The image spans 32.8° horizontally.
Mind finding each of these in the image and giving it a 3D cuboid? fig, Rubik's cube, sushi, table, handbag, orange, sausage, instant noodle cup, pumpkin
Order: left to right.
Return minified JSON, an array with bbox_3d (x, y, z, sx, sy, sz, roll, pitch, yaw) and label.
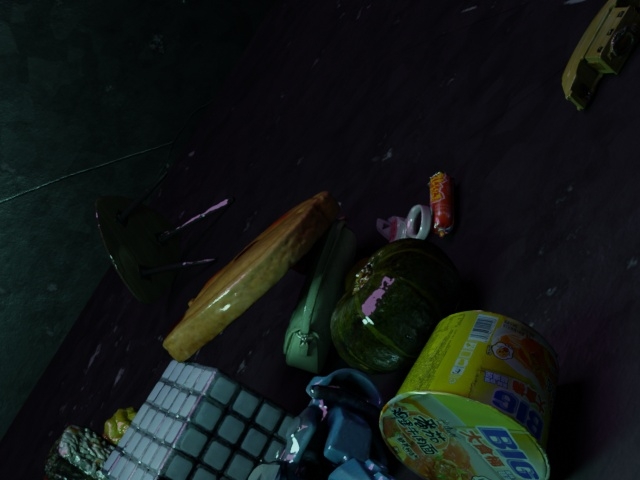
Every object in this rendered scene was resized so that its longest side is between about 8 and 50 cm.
[{"bbox_3d":[-0.456,0.478,2.201,0.126,0.225,0.136,-64,-13,17],"label":"sushi"},{"bbox_3d":[-0.381,-0.040,2.866,0.249,0.317,0.317,-27,33,29],"label":"table"},{"bbox_3d":[-0.171,0.349,1.742,0.238,0.237,0.237,-60,24,-16],"label":"Rubik's cube"},{"bbox_3d":[-0.009,0.012,2.131,0.119,0.153,0.119,4,95,42],"label":"fig"},{"bbox_3d":[0.001,0.082,1.856,0.219,0.079,0.256,94,-168,-53],"label":"handbag"},{"bbox_3d":[0.079,0.070,1.846,0.083,0.070,0.083,-47,6,7],"label":"orange"},{"bbox_3d":[0.113,0.100,1.606,0.224,0.157,0.223,-49,4,5],"label":"pumpkin"},{"bbox_3d":[0.199,-0.054,1.802,0.050,0.048,0.145,-7,40,12],"label":"sausage"},{"bbox_3d":[0.184,0.184,1.273,0.205,0.205,0.153,-32,25,48],"label":"instant noodle cup"}]

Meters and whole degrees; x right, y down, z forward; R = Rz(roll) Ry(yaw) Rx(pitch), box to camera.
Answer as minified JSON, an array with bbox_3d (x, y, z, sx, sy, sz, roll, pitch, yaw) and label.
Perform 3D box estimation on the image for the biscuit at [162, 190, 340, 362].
[{"bbox_3d":[-0.109,0.044,1.865,0.350,0.078,0.455,-38,5,8],"label":"biscuit"}]

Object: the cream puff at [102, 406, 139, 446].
[{"bbox_3d":[-0.393,0.429,2.307,0.116,0.146,0.146,9,59,25],"label":"cream puff"}]

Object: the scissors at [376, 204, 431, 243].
[{"bbox_3d":[0.139,-0.012,1.869,0.242,0.030,0.118,-149,69,-74],"label":"scissors"}]

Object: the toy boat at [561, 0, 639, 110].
[{"bbox_3d":[0.427,-0.288,1.633,0.200,0.057,0.077,-58,27,-5],"label":"toy boat"}]

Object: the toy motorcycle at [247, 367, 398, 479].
[{"bbox_3d":[0.021,0.304,1.470,0.232,0.172,0.416,-62,12,1],"label":"toy motorcycle"}]
